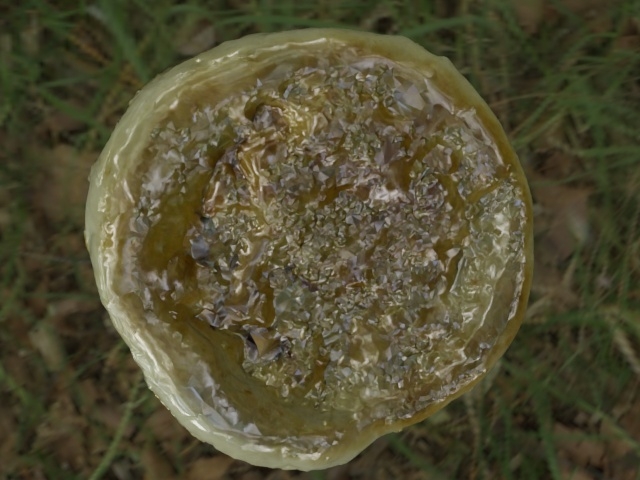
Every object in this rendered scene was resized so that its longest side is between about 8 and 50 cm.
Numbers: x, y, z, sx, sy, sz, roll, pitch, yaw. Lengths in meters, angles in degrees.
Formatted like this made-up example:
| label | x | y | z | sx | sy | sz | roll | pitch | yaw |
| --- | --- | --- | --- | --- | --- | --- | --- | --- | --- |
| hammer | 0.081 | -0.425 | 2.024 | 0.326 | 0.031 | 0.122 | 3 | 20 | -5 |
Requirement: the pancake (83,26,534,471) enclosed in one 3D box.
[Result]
| label | x | y | z | sx | sy | sz | roll | pitch | yaw |
| --- | --- | --- | --- | --- | --- | --- | --- | --- | --- |
| pancake | 0.000 | 0.000 | 1.002 | 0.282 | 0.049 | 0.282 | -2 | 96 | -21 |
